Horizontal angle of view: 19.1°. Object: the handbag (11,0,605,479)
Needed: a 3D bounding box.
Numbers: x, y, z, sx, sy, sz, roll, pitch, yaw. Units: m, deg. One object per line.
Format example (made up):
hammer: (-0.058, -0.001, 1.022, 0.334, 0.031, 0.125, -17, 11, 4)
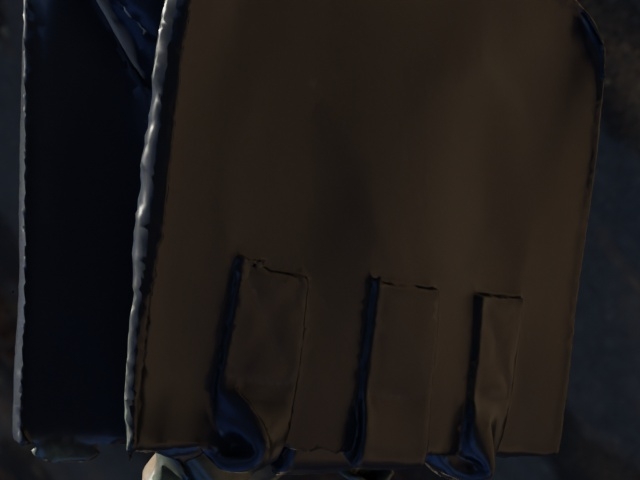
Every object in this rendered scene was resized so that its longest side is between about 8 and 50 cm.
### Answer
handbag: (0.000, 0.000, 0.825, 0.118, 0.325, 0.269, 2, 85, 38)
